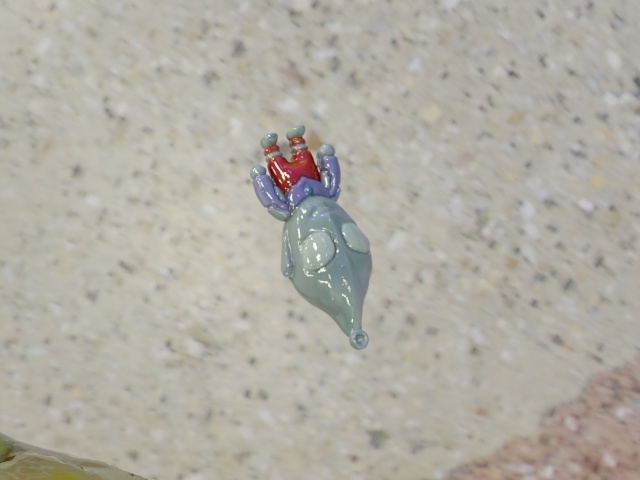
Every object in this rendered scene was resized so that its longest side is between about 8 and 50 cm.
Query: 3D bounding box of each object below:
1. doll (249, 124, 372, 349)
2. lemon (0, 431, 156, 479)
[{"bbox_3d":[0.000,0.000,1.917,0.102,0.075,0.227,-16,83,-26],"label":"doll"},{"bbox_3d":[-0.143,0.262,0.972,0.364,0.364,0.364,-6,76,23],"label":"lemon"}]
